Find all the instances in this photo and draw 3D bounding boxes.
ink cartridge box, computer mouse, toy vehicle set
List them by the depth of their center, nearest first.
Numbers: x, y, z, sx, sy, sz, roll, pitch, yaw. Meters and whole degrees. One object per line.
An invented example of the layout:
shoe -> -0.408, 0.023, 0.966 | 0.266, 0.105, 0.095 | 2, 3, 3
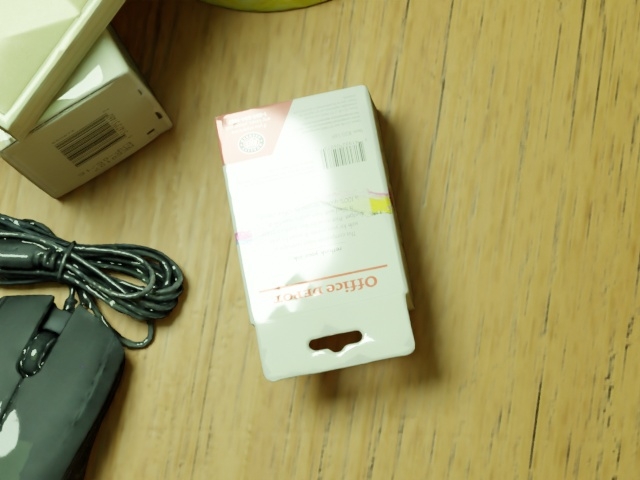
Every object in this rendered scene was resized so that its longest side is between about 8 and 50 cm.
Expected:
toy vehicle set -> -0.193, -0.220, 1.206 | 0.166, 0.035, 0.267 | 34, 85, 12
ink cartridge box -> 0.000, 0.000, 1.284 | 0.115, 0.067, 0.198 | -11, 76, 6
computer mouse -> -0.224, 0.115, 1.288 | 0.188, 0.072, 0.272 | 14, 81, 9

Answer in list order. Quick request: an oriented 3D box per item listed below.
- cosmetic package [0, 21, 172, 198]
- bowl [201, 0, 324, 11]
cosmetic package -> -0.241, -0.198, 1.307 | 0.113, 0.160, 0.309 | -32, 76, 0
bowl -> -0.047, -0.329, 1.308 | 0.289, 0.156, 0.289 | -2, 78, 7
